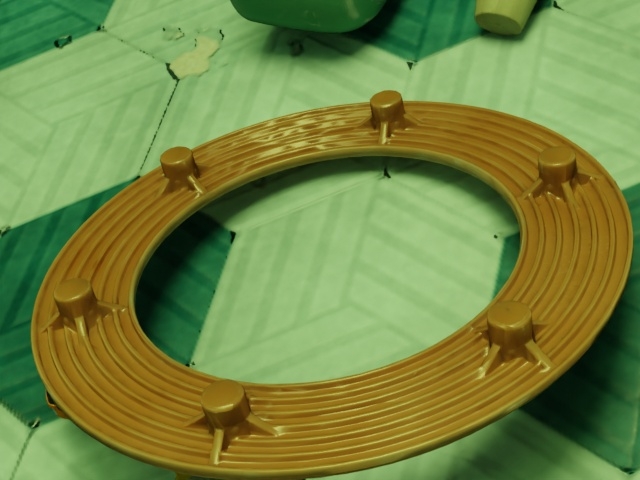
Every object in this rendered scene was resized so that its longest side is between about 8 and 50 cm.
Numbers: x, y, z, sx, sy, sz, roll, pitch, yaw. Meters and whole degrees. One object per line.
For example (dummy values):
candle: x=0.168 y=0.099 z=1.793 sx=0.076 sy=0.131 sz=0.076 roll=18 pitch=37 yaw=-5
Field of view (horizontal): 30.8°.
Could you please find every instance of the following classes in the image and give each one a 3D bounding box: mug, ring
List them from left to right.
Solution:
ring: x=0.000 y=0.000 z=0.645 sx=0.337 sy=0.032 sz=0.336 roll=-9 pitch=34 yaw=6
mug: x=0.009 y=-0.219 z=0.808 sx=0.097 sy=0.129 sz=0.157 roll=13 pitch=59 yaw=23

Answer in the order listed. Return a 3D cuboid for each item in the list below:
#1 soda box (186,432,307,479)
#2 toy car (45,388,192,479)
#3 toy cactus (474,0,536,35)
soda box: x=-0.103 y=0.222 z=0.538 sx=0.286 sy=0.098 sz=0.091 roll=-37 pitch=52 yaw=-11
toy car: x=-0.114 y=0.116 z=0.655 sx=0.060 sy=0.040 sz=0.122 roll=-15 pitch=46 yaw=-20
toy cactus: x=0.146 y=-0.227 z=0.806 sx=0.219 sy=0.112 sz=0.180 roll=13 pitch=79 yaw=23
